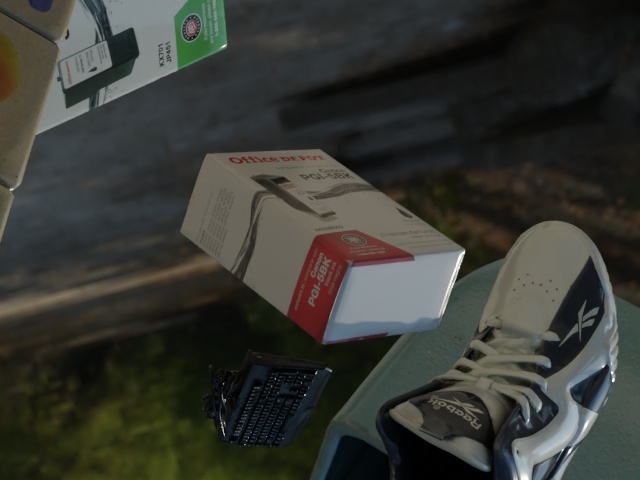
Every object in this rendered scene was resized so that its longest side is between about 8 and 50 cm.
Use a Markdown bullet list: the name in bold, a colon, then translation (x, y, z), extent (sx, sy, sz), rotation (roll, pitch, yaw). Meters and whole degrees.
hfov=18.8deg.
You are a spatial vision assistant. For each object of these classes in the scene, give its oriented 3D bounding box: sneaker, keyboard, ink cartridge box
- **sneaker**: translation (0.105, 0.092, 1.171), extent (0.094, 0.235, 0.153), rotation (20, 177, 26)
- **keyboard**: translation (-0.055, 0.150, 1.663), extent (0.100, 0.038, 0.192), rotation (9, 152, -7)
- **ink cartridge box**: translation (-0.179, -0.180, 1.411), extent (0.208, 0.153, 0.087), rotation (-29, -136, -29)
- **ink cartridge box**: translation (0.000, 0.000, 1.126), extent (0.099, 0.056, 0.135), rotation (-6, -148, -45)

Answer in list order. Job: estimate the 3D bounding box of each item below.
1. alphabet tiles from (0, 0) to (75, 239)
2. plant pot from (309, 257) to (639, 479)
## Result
- **alphabet tiles**: translation (-0.195, -0.125, 0.571), extent (0.285, 0.342, 0.011), rotation (30, 146, -28)
- **plant pot**: translation (0.156, 0.160, 1.492), extent (0.252, 0.247, 0.248), rotation (-54, 170, -31)
